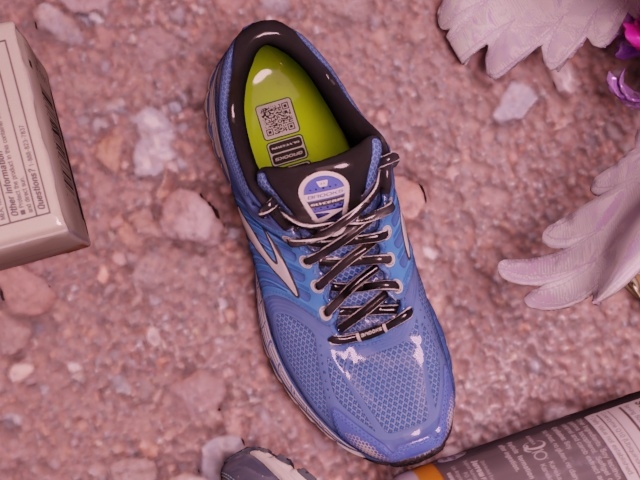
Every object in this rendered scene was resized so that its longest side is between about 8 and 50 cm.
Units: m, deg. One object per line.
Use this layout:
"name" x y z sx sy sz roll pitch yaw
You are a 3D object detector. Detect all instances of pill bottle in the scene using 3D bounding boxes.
"pill bottle" 0.196 0.194 0.772 0.278 0.162 0.162 -17 85 -6

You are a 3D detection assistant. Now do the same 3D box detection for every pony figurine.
"pony figurine" 0.267 -0.145 0.741 0.363 0.351 0.302 6 52 -32

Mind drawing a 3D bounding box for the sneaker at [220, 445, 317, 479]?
"sneaker" -0.005 0.268 0.749 0.122 0.110 0.283 -28 69 -15

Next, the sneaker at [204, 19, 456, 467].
"sneaker" 0.000 0.000 0.786 0.130 0.147 0.330 -23 83 -4

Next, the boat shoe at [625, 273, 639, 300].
"boat shoe" 0.264 0.039 0.850 0.056 0.048 0.153 -24 85 -6

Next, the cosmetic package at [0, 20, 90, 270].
"cosmetic package" -0.324 -0.031 0.783 0.296 0.129 0.153 -14 86 -6
